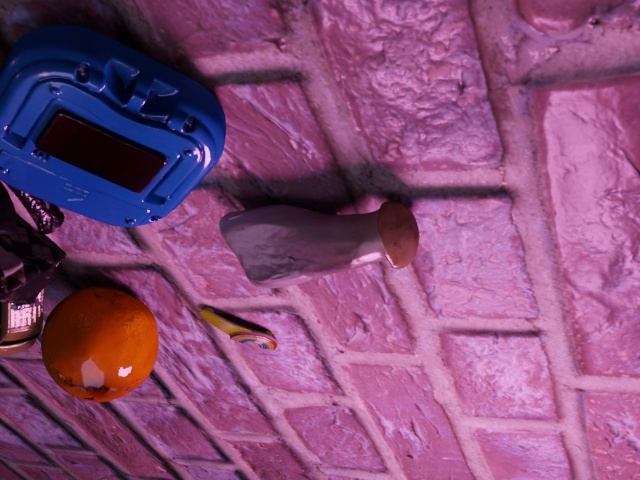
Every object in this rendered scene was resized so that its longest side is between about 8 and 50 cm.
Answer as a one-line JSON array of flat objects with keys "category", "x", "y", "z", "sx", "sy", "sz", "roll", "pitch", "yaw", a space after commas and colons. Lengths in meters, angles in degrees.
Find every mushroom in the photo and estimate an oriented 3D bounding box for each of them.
[{"category": "mushroom", "x": 0.000, "y": 0.000, "z": 1.477, "sx": 0.328, "sy": 0.122, "sz": 0.159, "roll": -8, "pitch": 148, "yaw": 29}]

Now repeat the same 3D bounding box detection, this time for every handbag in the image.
[{"category": "handbag", "x": -0.641, "y": 0.017, "z": 1.453, "sx": 0.316, "sy": 0.416, "sz": 0.180, "roll": 40, "pitch": 100, "yaw": 5}]

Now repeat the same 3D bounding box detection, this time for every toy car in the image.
[{"category": "toy car", "x": -0.624, "y": 0.132, "z": 1.812, "sx": 0.124, "sy": 0.101, "sz": 0.257, "roll": 34, "pitch": 124, "yaw": 44}]

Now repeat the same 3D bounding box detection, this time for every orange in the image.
[{"category": "orange", "x": -0.468, "y": 0.220, "z": 1.871, "sx": 0.246, "sy": 0.246, "sz": 0.246, "roll": 11, "pitch": 145, "yaw": 7}]

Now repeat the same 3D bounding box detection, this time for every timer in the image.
[{"category": "timer", "x": -0.333, "y": -0.158, "z": 1.340, "sx": 0.340, "sy": 0.115, "sz": 0.309, "roll": 24, "pitch": 135, "yaw": -27}]

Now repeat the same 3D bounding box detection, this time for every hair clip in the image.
[{"category": "hair clip", "x": -0.172, "y": 0.192, "z": 1.891, "sx": 0.188, "sy": 0.033, "sz": 0.060, "roll": 25, "pitch": 144, "yaw": -15}]

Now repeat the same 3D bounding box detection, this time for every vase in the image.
[{"category": "vase", "x": -0.538, "y": -0.083, "z": 1.626, "sx": 0.059, "sy": 0.059, "sz": 0.167, "roll": -1, "pitch": 143, "yaw": 23}]

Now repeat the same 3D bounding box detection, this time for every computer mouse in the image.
[{"category": "computer mouse", "x": -0.544, "y": -0.078, "z": 1.367, "sx": 0.147, "sy": 0.088, "sz": 0.264, "roll": 21, "pitch": 179, "yaw": -40}]

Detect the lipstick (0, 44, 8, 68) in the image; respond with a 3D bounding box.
[{"category": "lipstick", "x": -0.515, "y": -0.285, "z": 1.320, "sx": 0.070, "sy": 0.070, "sz": 0.254, "roll": 1, "pitch": 143, "yaw": 21}]
